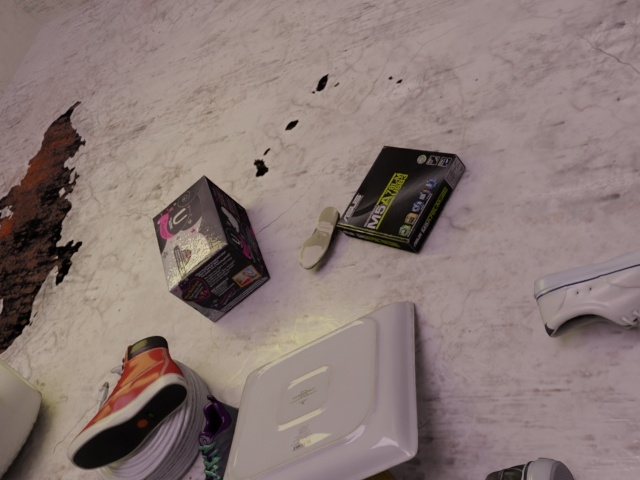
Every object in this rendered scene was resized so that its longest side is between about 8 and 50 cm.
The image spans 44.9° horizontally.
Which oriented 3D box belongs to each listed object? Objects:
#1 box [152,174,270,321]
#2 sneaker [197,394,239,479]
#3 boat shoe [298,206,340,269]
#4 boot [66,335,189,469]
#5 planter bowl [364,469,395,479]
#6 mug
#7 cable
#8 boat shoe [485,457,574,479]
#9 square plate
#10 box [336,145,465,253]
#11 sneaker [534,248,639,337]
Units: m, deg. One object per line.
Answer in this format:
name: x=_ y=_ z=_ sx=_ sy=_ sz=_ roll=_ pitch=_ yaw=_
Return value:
box: x=-0.233 y=0.013 z=1.598 sx=0.163 sy=0.142 sz=0.247 roll=-38 pitch=40 yaw=11
sneaker: x=-0.178 y=0.373 z=1.288 sx=0.083 sy=0.098 sz=0.224 roll=-24 pitch=45 yaw=27
boat shoe: x=0.002 y=0.001 z=1.478 sx=0.048 sy=0.042 sz=0.133 roll=19 pitch=71 yaw=22
boot: x=-0.361 y=0.285 z=1.401 sx=0.244 sy=0.088 sz=0.176 roll=-39 pitch=40 yaw=-3
planter bowl: x=0.005 y=0.399 z=1.110 sx=0.217 sy=0.090 sz=0.217 roll=-24 pitch=46 yaw=27
mug: x=-0.764 y=0.403 z=1.624 sx=0.328 sy=0.276 sz=0.374 roll=-51 pitch=8 yaw=-19
cable: x=-0.322 y=0.346 z=1.451 sx=0.257 sy=0.089 sz=0.257 roll=-17 pitch=49 yaw=30
boat shoe: x=0.233 y=0.417 z=0.886 sx=0.119 sy=0.121 sz=0.335 roll=-24 pitch=34 yaw=37
square plate: x=-0.010 y=0.253 z=1.195 sx=0.347 sy=0.049 sz=0.344 roll=-29 pitch=24 yaw=21
box: x=0.144 y=-0.080 z=1.410 sx=0.184 sy=0.045 sz=0.191 roll=17 pitch=70 yaw=46
sneaker: x=0.414 y=0.069 z=1.025 sx=0.258 sy=0.094 sz=0.091 roll=-21 pitch=64 yaw=35
